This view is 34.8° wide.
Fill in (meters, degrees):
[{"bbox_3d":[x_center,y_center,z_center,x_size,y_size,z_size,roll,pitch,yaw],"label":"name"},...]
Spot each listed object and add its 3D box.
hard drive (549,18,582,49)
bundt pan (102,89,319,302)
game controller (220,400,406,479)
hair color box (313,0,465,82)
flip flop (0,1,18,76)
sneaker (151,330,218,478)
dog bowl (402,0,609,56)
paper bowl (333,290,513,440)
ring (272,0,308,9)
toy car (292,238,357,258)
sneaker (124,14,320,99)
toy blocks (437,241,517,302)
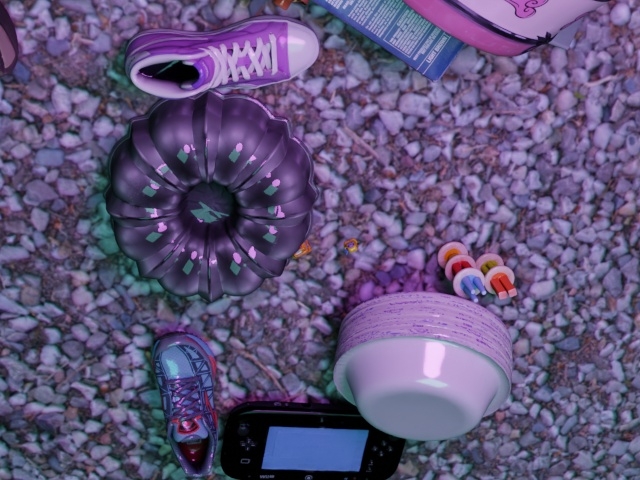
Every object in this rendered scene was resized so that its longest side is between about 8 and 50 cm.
[{"bbox_3d":[0.332,-0.353,1.537,0.135,0.022,0.094,16,110,-17],"label":"hard drive"},{"bbox_3d":[-0.163,-0.051,1.510,0.331,0.124,0.330,-1,111,-3],"label":"bundt pan"},{"bbox_3d":[-0.011,0.354,1.774,0.319,0.067,0.166,4,113,-11],"label":"game controller"},{"bbox_3d":[0.035,-0.367,1.395,0.347,0.174,0.105,31,107,-21],"label":"hair color box"},{"bbox_3d":[-0.526,-0.320,1.365,0.277,0.112,0.080,36,130,-25],"label":"flip flop"},{"bbox_3d":[-0.209,0.272,1.669,0.104,0.125,0.261,-12,116,-5],"label":"sneaker"},{"bbox_3d":[0.185,-0.403,1.300,0.408,0.408,0.150,29,124,-21],"label":"dog bowl"},{"bbox_3d":[0.161,0.215,1.629,0.284,0.148,0.284,7,143,5],"label":"paper bowl"},{"bbox_3d":[-0.163,-0.375,1.265,0.337,0.336,0.032,27,100,-20],"label":"ring"},{"bbox_3d":[0.000,0.000,1.629,0.122,0.040,0.060,-10,115,-5],"label":"toy car"},{"bbox_3d":[-0.130,-0.244,1.431,0.282,0.161,0.102,-9,114,-7],"label":"sneaker"},{"bbox_3d":[0.262,0.064,1.644,0.123,0.148,0.054,16,111,-16],"label":"toy blocks"}]
